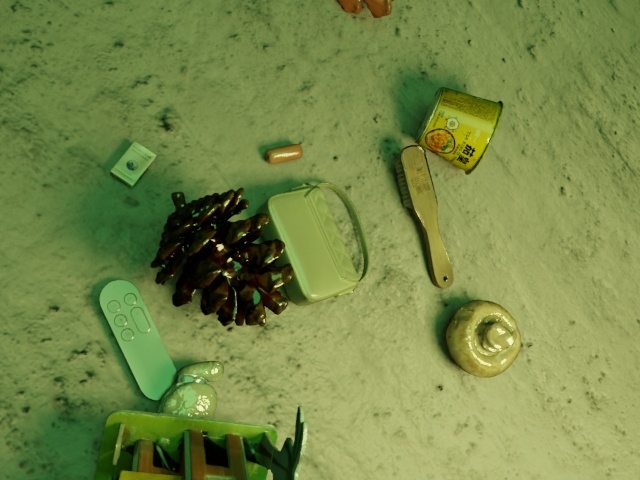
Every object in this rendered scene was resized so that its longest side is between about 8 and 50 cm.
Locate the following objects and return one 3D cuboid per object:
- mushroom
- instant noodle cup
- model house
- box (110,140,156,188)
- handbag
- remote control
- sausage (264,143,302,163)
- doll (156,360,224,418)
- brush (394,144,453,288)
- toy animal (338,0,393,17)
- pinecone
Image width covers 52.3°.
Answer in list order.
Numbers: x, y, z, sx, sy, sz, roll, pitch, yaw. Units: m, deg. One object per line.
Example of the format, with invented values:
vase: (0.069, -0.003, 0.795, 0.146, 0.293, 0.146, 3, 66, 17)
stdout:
mushroom: (0.351, 0.208, 1.398, 0.166, 0.127, 0.166, 5, 68, -13)
instant noodle cup: (0.309, -0.259, 1.486, 0.144, 0.182, 0.182, 23, 70, -1)
model house: (-0.190, 0.394, 1.009, 0.300, 0.323, 0.340, 11, 108, -18)
box: (-0.376, -0.152, 1.310, 0.054, 0.024, 0.083, 35, 68, -9)
handbag: (0.000, 0.000, 1.370, 0.219, 0.079, 0.256, -18, 82, -32)
remote control: (-0.343, 0.188, 1.235, 0.077, 0.022, 0.245, -25, 85, -21)
sausage: (-0.079, -0.187, 1.409, 0.083, 0.034, 0.034, -14, 81, -19)
doll: (-0.247, 0.316, 1.200, 0.103, 0.071, 0.214, 32, 78, -30)
brush: (0.230, -0.050, 1.468, 0.070, 0.065, 0.327, -16, 91, -27)
toy animal: (0.146, -0.676, 1.541, 0.195, 0.169, 0.281, 19, 64, 24)
pinecone: (-0.181, 0.041, 1.217, 0.309, 0.244, 0.244, 45, 67, -18)
